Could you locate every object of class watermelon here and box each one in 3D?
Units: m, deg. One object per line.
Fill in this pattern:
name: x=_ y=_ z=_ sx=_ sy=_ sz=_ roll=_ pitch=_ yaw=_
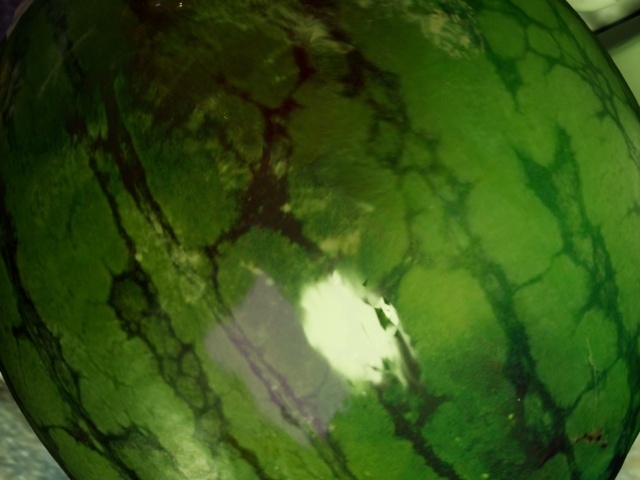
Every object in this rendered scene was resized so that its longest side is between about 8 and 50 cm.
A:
watermelon: x=0.000 y=0.000 z=0.808 sx=0.363 sy=0.363 sz=0.363 roll=7 pitch=131 yaw=8

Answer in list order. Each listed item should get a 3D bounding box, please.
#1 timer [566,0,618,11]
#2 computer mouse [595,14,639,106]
timer: x=0.110 y=-0.229 z=0.760 sx=0.178 sy=0.078 sz=0.253 roll=-30 pitch=118 yaw=32
computer mouse: x=0.186 y=-0.079 z=0.885 sx=0.182 sy=0.056 sz=0.089 roll=-28 pitch=123 yaw=30
